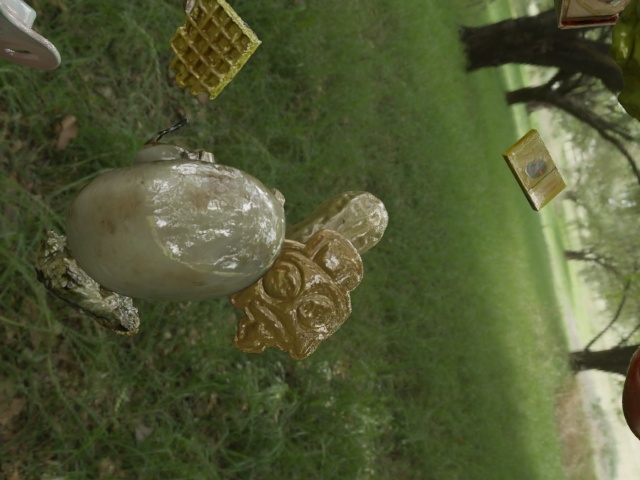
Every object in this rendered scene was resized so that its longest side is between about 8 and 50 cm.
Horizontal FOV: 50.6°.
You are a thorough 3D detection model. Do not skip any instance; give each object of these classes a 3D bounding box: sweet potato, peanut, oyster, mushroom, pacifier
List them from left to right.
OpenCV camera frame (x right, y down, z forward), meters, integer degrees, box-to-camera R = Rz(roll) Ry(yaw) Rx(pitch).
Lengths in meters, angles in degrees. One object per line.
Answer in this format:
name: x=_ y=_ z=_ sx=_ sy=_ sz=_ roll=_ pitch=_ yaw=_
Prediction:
pacifier: x=-0.661 y=-0.404 z=1.300 sx=0.332 sy=0.220 sz=0.273 roll=43 pitch=26 yaw=-62
oyster: x=-0.588 y=0.121 z=1.717 sx=0.133 sy=0.337 sz=0.198 roll=-53 pitch=180 yaw=-21
mushroom: x=-0.238 y=-0.048 z=1.142 sx=0.362 sy=0.361 sz=0.295 roll=23 pitch=60 yaw=-65
sweet potato: x=-0.359 y=-0.701 z=1.842 sx=0.068 sy=0.068 sz=0.226 roll=50 pitch=38 yaw=-50
peanut: x=0.000 y=0.000 z=1.779 sx=0.170 sy=0.387 sz=0.192 roll=62 pitch=-8 yaw=-18

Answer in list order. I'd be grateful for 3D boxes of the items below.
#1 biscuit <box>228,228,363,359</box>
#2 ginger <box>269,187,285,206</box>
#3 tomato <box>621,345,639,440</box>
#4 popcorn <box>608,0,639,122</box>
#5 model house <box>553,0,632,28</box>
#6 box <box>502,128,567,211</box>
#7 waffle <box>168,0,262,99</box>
biscuit: x=-0.066 y=0.131 z=1.591 sx=0.269 sy=0.376 sz=0.051 roll=45 pitch=9 yaw=-4
ginger: x=-0.147 y=0.018 z=1.426 sx=0.065 sy=0.259 sz=0.149 roll=25 pitch=27 yaw=-6
tomato: x=0.604 y=0.250 z=1.114 sx=0.231 sy=0.188 sz=0.232 roll=-3 pitch=95 yaw=-36
popcorn: x=0.399 y=-0.190 z=0.685 sx=0.155 sy=0.197 sz=0.198 roll=-5 pitch=78 yaw=-25
model house: x=0.396 y=-0.448 z=1.028 sx=0.206 sy=0.154 sz=0.294 roll=17 pitch=61 yaw=-32
box: x=0.444 y=-0.144 z=1.399 sx=0.155 sy=0.086 sz=0.023 roll=53 pitch=-3 yaw=-26
waffle: x=-0.251 y=-0.413 z=1.476 sx=0.160 sy=0.211 sz=0.055 roll=51 pitch=26 yaw=5
